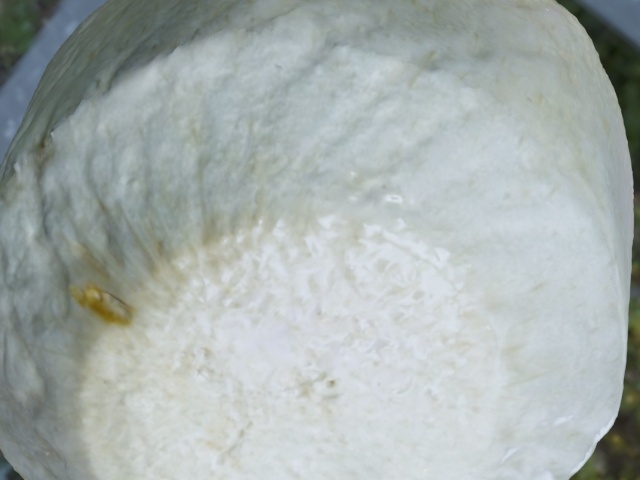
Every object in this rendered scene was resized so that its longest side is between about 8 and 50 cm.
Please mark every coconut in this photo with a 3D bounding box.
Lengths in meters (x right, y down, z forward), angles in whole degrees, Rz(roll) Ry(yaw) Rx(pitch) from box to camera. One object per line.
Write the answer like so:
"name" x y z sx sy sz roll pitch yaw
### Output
"coconut" 0.000 0.000 0.797 0.329 0.329 0.329 -41 160 -18
